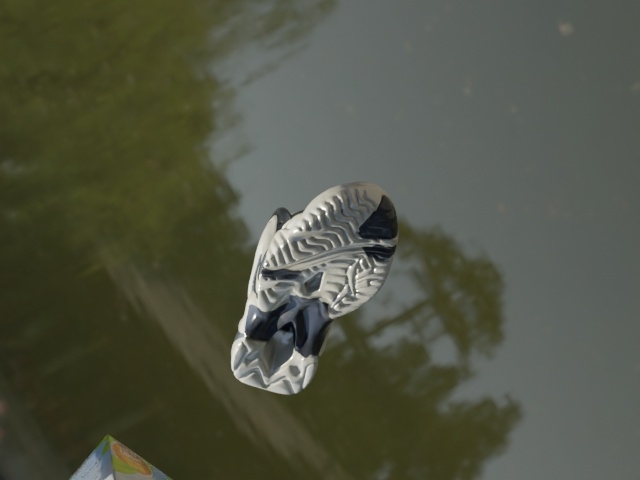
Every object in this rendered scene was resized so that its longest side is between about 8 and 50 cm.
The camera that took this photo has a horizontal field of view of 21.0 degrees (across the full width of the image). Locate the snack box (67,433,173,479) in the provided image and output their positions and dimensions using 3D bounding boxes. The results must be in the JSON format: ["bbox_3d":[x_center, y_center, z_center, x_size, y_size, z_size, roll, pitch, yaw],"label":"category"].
[{"bbox_3d":[-0.101,0.253,1.255,0.174,0.070,0.207,38,-172,-23],"label":"snack box"}]

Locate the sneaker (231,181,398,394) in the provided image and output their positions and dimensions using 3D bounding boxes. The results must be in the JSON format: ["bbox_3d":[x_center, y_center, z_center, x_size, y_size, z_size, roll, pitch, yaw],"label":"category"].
[{"bbox_3d":[0.000,0.000,1.384,0.235,0.094,0.153,111,171,-46],"label":"sneaker"}]
